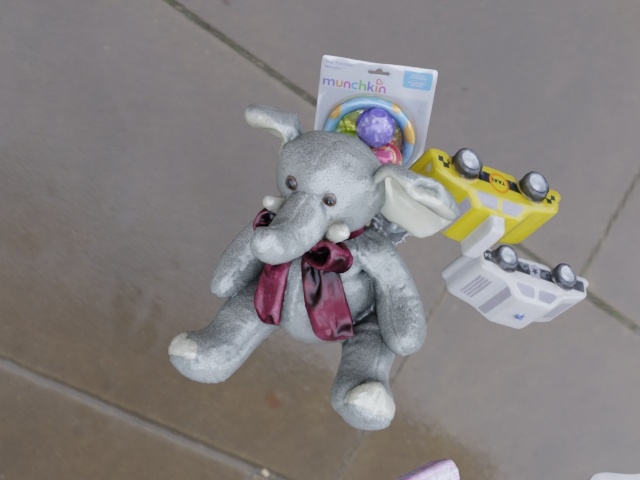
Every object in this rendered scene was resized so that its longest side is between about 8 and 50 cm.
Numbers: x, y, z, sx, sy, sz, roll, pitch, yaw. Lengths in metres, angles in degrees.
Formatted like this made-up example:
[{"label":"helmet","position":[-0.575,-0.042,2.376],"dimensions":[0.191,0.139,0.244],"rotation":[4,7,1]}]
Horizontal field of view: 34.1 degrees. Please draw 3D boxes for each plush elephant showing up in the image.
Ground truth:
[{"label":"plush elephant","position":[0.000,0.000,1.131],"dimensions":[0.330,0.271,0.255],"rotation":[-55,149,-30]}]

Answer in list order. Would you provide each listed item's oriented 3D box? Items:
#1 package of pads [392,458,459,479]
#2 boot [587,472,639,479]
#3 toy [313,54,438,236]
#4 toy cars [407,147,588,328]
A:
[{"label":"package of pads","position":[0.114,0.279,1.201],"dimensions":[0.083,0.050,0.032],"rotation":[-17,85,-35]},{"label":"boot","position":[0.513,0.421,1.704],"dimensions":[0.189,0.069,0.086],"rotation":[9,144,-4]},{"label":"toy","position":[0.056,-0.098,1.264],"dimensions":[0.136,0.056,0.237],"rotation":[8,127,1]},{"label":"toy cars","position":[0.218,0.023,1.272],"dimensions":[0.394,0.176,0.087],"rotation":[55,30,-52]}]
